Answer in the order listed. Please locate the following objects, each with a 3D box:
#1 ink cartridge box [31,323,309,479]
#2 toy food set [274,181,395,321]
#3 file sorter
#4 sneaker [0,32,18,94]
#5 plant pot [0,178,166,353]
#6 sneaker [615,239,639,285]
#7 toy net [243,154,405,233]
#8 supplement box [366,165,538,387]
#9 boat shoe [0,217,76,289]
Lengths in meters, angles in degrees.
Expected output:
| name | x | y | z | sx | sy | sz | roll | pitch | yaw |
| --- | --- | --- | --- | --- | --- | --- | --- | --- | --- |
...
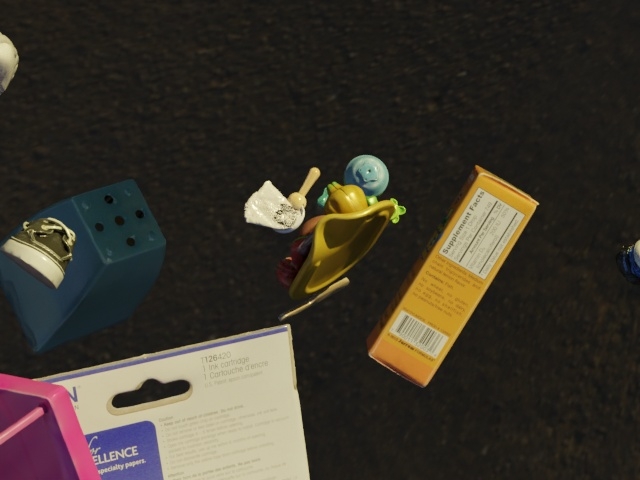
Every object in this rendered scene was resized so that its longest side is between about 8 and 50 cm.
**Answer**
| name | x | y | z | sx | sy | sz | roll | pitch | yaw |
| --- | --- | --- | --- | --- | --- | --- | --- | --- | --- |
| ink cartridge box | -0.158 | 0.255 | 1.324 | 0.304 | 0.072 | 0.307 | -11 | 100 | -18 |
| toy food set | 0.000 | 0.000 | 1.497 | 0.071 | 0.128 | 0.218 | 51 | 147 | 14 |
| file sorter | -0.330 | 0.231 | 1.074 | 0.291 | 0.182 | 0.202 | 4 | 119 | 40 |
| sneaker | -0.426 | -0.132 | 1.452 | 0.111 | 0.129 | 0.297 | 28 | 137 | -27 |
| plant pot | -0.323 | 0.021 | 1.850 | 0.234 | 0.166 | 0.165 | -39 | 76 | 49 |
| sneaker | 0.436 | 0.030 | 1.806 | 0.085 | 0.152 | 0.058 | -10 | 82 | 35 |
| toy net | 0.001 | -0.049 | 1.961 | 0.232 | 0.045 | 0.122 | -17 | 80 | -10 |
| supplement box | 0.139 | 0.037 | 1.423 | 0.080 | 0.078 | 0.233 | 33 | 97 | -4 |
| boat shoe | -0.330 | 0.005 | 1.570 | 0.078 | 0.219 | 0.070 | 39 | 83 | -15 |
